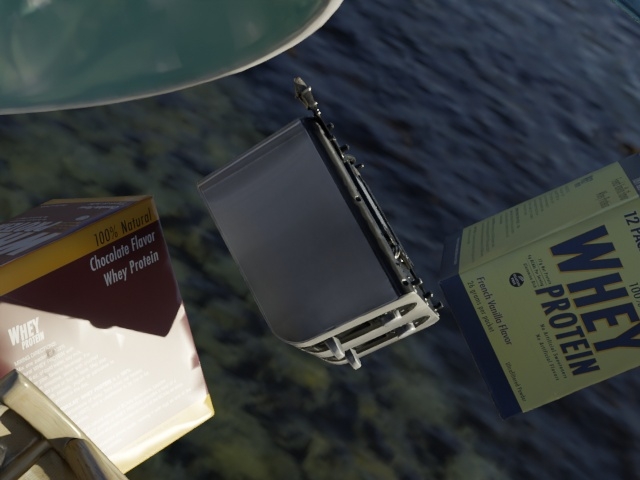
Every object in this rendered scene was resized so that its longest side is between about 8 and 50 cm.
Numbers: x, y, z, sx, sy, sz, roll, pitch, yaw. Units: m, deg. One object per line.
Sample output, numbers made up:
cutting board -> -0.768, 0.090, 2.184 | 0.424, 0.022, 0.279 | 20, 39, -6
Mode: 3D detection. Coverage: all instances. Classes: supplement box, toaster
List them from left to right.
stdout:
supplement box -> -0.214, 0.086, 1.102 | 0.129, 0.194, 0.191 | -1, 20, 41
toaster -> 0.000, 0.000, 1.058 | 0.186, 0.110, 0.168 | 61, 4, 14
supplement box -> 0.093, 0.014, 0.514 | 0.056, 0.083, 0.083 | 64, 11, -8

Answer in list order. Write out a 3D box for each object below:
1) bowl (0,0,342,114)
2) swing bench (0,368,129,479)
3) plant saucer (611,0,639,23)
bowl -> -0.146, -0.158, 0.445 | 0.311, 0.311, 0.163 | 7, 75, -40
swing bench -> -0.180, 0.259, 0.787 | 0.254, 0.253, 0.165 | 44, -8, 35
plant saucer -> 0.216, -0.174, 0.666 | 0.067, 0.192, 0.018 | 38, 2, -5
